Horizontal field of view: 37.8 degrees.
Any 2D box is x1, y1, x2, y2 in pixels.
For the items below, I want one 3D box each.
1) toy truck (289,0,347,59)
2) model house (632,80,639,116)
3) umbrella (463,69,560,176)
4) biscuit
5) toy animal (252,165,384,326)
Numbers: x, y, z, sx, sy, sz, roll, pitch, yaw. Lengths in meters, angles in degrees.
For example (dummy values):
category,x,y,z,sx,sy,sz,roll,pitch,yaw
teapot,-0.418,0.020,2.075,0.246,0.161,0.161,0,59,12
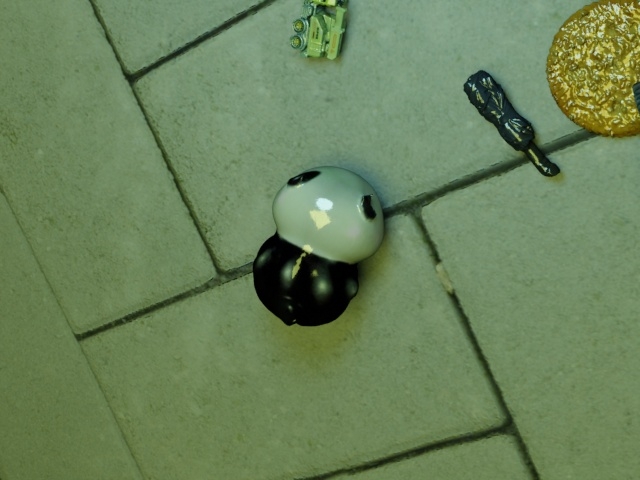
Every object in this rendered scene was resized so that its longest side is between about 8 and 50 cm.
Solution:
category,x,y,z,sx,sy,sz,roll,pitch,yaw
toy truck,0.008,-0.442,1.859,0.100,0.077,0.169,20,111,21
model house,0.694,-0.202,1.542,0.360,0.297,0.339,-30,56,27
umbrella,0.360,-0.214,1.776,0.071,0.071,0.248,-36,91,28
biscuit,0.532,-0.311,1.687,0.253,0.035,0.254,7,107,22
toy animal,0.000,0.000,1.915,0.250,0.251,0.310,25,121,16
